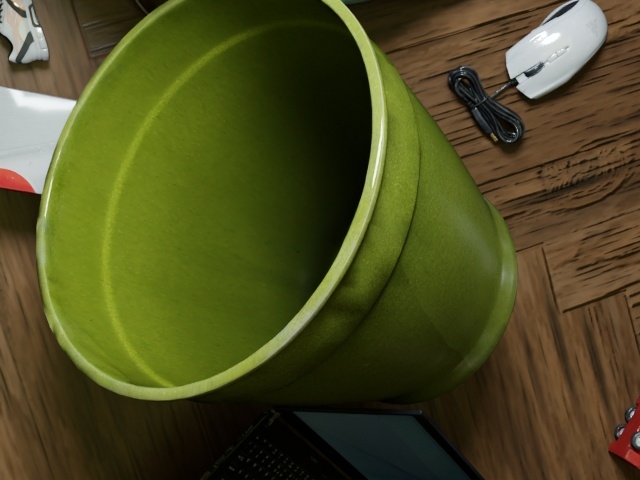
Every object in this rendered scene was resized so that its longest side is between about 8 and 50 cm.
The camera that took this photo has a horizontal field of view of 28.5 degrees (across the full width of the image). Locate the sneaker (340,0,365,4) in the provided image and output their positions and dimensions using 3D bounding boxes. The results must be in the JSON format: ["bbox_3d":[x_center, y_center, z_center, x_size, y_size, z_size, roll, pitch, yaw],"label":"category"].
[{"bbox_3d":[0.092,-0.302,1.250,0.365,0.150,0.135,-23,104,-19],"label":"sneaker"}]

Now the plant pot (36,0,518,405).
[{"bbox_3d":[0.000,0.000,1.146,0.353,0.366,0.367,27,88,-49],"label":"plant pot"}]

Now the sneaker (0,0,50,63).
[{"bbox_3d":[-0.300,-0.224,1.228,0.043,0.040,0.109,-18,99,-10],"label":"sneaker"}]

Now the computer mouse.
[{"bbox_3d":[0.238,-0.195,1.363,0.193,0.042,0.106,-40,102,-7],"label":"computer mouse"}]

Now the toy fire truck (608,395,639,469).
[{"bbox_3d":[0.408,0.238,1.444,0.135,0.047,0.192,33,86,-15],"label":"toy fire truck"}]

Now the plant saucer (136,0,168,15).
[{"bbox_3d":[-0.118,-0.287,1.273,0.168,0.029,0.169,-2,97,-14],"label":"plant saucer"}]

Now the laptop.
[{"bbox_3d":[0.009,0.271,1.246,0.264,0.136,0.234,-46,140,-6],"label":"laptop"}]

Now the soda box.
[{"bbox_3d":[-0.298,-0.098,1.213,0.286,0.091,0.098,10,93,-14],"label":"soda box"}]
